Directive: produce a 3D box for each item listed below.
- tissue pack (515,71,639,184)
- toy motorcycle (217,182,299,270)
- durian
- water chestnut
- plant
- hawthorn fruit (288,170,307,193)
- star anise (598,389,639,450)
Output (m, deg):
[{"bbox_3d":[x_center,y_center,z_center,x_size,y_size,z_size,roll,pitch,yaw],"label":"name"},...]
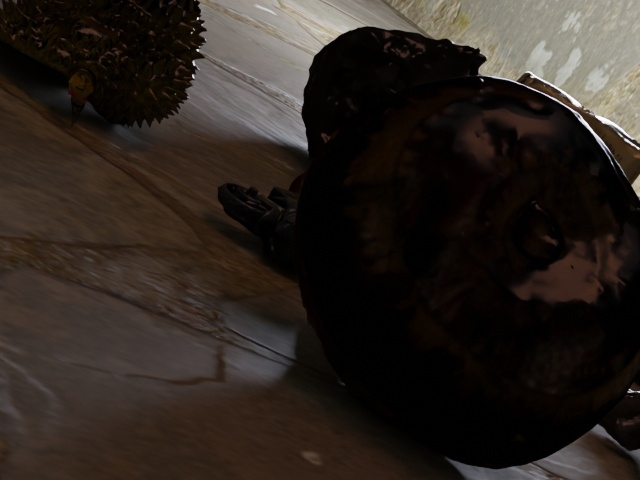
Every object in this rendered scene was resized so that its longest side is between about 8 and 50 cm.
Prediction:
[{"bbox_3d":[0.258,-0.066,2.043,0.186,0.222,0.090,34,4,7],"label":"tissue pack"},{"bbox_3d":[0.000,0.000,1.498,0.193,0.061,0.124,17,20,-49],"label":"toy motorcycle"},{"bbox_3d":[-0.192,-0.189,1.542,0.193,0.137,0.237,31,13,-17],"label":"durian"},{"bbox_3d":[0.105,0.026,1.299,0.300,0.300,0.300,33,12,-8],"label":"water chestnut"},{"bbox_3d":[0.083,-0.143,1.918,0.199,0.188,0.276,11,13,-15],"label":"plant"},{"bbox_3d":[0.015,-0.028,1.637,0.093,0.081,0.081,64,13,-2],"label":"hawthorn fruit"},{"bbox_3d":[0.345,0.184,1.636,0.195,0.065,0.182,-9,24,-40],"label":"star anise"}]
